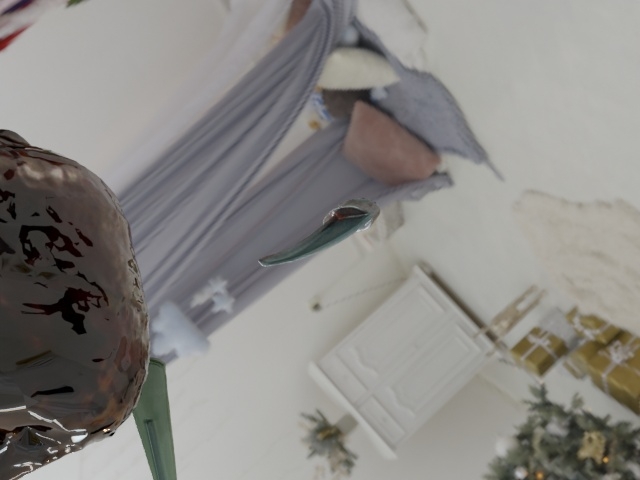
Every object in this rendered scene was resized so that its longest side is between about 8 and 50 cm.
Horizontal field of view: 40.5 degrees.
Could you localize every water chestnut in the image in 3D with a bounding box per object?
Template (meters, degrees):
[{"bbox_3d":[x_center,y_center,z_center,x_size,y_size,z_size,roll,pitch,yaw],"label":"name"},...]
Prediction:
[{"bbox_3d":[-0.259,0.056,0.579,0.289,0.289,0.244,57,-170,-28],"label":"water chestnut"}]

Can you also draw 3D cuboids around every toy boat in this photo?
[{"bbox_3d":[0.000,0.000,0.882,0.096,0.122,0.034,-11,112,57],"label":"toy boat"}]

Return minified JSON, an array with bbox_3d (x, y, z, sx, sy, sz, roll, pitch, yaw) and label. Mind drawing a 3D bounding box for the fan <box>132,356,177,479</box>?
[{"bbox_3d":[-0.125,0.189,0.697,0.016,0.038,0.193,-29,-72,-79],"label":"fan"}]
